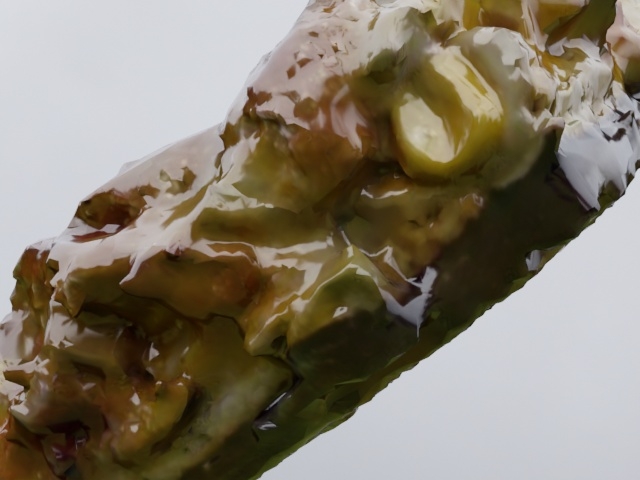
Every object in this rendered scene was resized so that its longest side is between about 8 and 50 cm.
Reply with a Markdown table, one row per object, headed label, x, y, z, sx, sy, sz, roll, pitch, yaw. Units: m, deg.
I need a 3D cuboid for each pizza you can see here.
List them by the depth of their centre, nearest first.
| label | x | y | z | sx | sy | sz | roll | pitch | yaw |
| --- | --- | --- | --- | --- | --- | --- | --- | --- | --- |
| pizza | 0.000 | 0.000 | 0.611 | 0.114 | 0.409 | 0.278 | 48 | -14 | 5 |
